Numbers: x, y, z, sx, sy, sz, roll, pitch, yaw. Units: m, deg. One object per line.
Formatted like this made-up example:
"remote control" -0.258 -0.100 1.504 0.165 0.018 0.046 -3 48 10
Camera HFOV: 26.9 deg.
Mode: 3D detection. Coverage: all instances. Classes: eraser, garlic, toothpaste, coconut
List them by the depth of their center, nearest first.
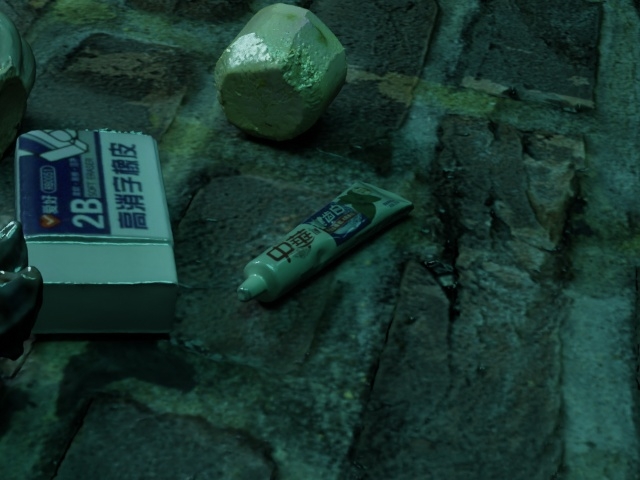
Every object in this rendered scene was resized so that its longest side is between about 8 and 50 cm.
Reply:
"eraser" -0.188 -0.010 1.098 0.125 0.068 0.210 2 36 -15
"toothpaste" 0.000 0.000 1.156 0.060 0.038 0.233 28 36 22
"garlic" -0.351 -0.156 1.234 0.194 0.131 0.127 12 53 17
"coconut" -0.035 -0.167 1.317 0.116 0.116 0.122 17 40 10

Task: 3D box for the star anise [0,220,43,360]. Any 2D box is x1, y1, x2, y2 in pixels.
"star anise" -0.304 0.072 0.925 0.223 0.109 0.236 10 30 24
